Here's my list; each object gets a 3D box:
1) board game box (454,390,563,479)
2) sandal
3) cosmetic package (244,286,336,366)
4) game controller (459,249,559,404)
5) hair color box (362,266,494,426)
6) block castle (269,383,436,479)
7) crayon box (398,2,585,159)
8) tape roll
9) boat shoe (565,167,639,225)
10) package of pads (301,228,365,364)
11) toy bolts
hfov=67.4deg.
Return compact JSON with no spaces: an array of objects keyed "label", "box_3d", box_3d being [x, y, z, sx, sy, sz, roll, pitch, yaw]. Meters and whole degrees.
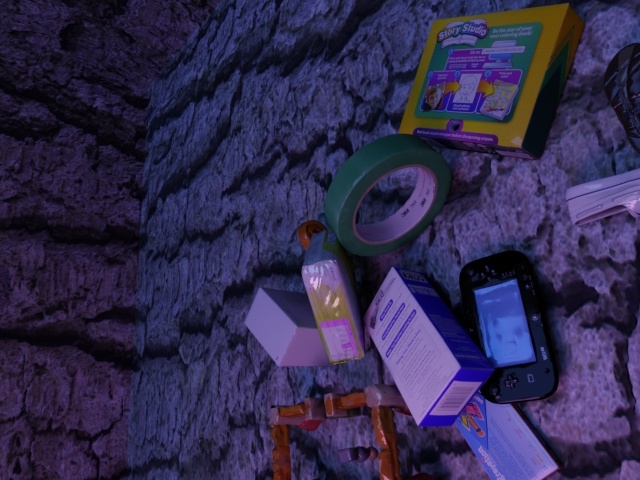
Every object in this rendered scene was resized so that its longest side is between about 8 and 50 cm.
[{"label":"board game box","box_3d":[0.374,0.400,1.050,0.145,0.027,0.281,-53,46,24]},{"label":"sandal","box_3d":[0.617,-0.267,0.922,0.090,0.060,0.220,-28,75,49]},{"label":"cosmetic package","box_3d":[-0.069,0.260,1.443,0.224,0.224,0.138,37,109,46]},{"label":"game controller","box_3d":[0.399,0.182,1.034,0.166,0.067,0.319,-29,56,43]},{"label":"hair color box","box_3d":[0.235,0.238,1.131,0.185,0.110,0.339,-64,32,26]},{"label":"block castle","box_3d":[0.078,0.540,1.222,0.453,0.212,0.303,-28,57,40]},{"label":"crayon box","box_3d":[0.393,-0.380,1.165,0.362,0.106,0.313,23,97,49]},{"label":"tape roll","box_3d":[0.168,-0.105,1.188,0.321,0.321,0.077,-56,45,23]},{"label":"boat shoe","box_3d":[0.590,-0.083,0.887,0.258,0.095,0.084,-19,70,56]},{"label":"package of pads","box_3d":[0.039,0.144,1.258,0.101,0.229,0.297,-13,110,10]},{"label":"toy bolts","box_3d":[0.000,0.000,1.468,0.158,0.218,0.229,-40,35,44]}]
